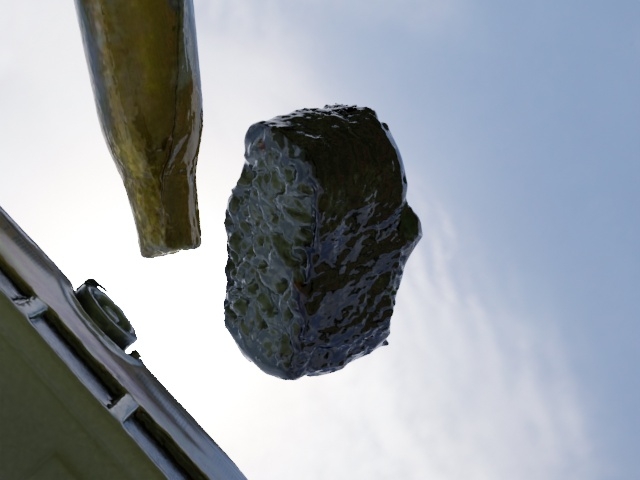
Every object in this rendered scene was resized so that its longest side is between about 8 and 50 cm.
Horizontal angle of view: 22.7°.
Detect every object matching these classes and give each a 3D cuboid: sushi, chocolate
[{"bbox_3d":[0.000,0.000,1.282,0.127,0.225,0.124,-16,-146,-35],"label":"sushi"},{"bbox_3d":[-0.110,-0.098,1.016,0.085,0.085,0.219,-14,-80,-31],"label":"chocolate"}]

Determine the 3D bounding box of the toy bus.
[{"bbox_3d":[-0.090,0.125,0.761,0.097,0.138,0.342,-41,-89,4],"label":"toy bus"}]
